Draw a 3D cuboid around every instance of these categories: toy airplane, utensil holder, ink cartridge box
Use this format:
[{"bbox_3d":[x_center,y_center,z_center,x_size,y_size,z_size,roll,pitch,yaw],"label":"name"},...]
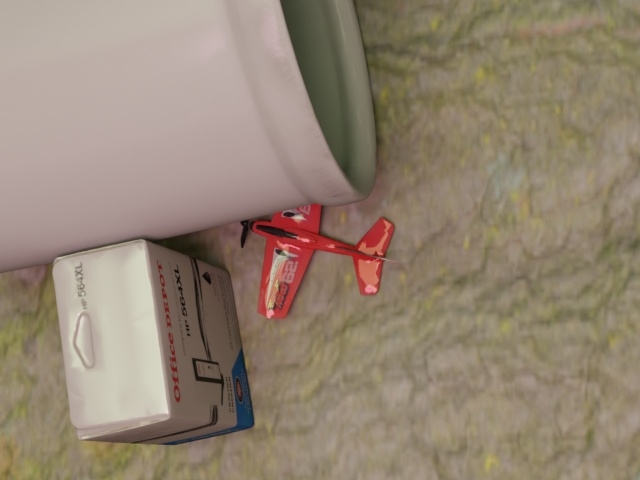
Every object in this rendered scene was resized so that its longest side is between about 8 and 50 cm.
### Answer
[{"bbox_3d":[0.000,0.000,1.441,0.151,0.028,0.151,-2,83,16],"label":"toy airplane"},{"bbox_3d":[-0.182,-0.150,1.342,0.385,0.327,0.328,-12,79,12],"label":"utensil holder"},{"bbox_3d":[-0.136,0.090,1.377,0.086,0.203,0.148,-12,79,14],"label":"ink cartridge box"}]
